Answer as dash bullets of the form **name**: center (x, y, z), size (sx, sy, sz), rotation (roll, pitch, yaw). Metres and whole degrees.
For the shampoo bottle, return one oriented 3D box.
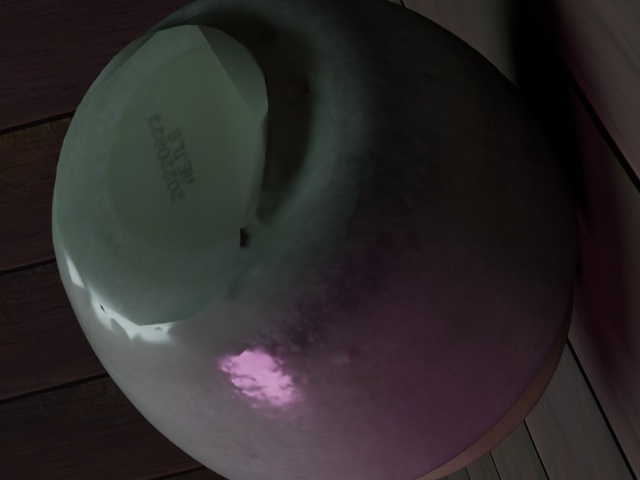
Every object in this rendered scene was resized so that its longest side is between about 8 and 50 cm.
- **shampoo bottle**: center (0.000, 0.000, 1.070), size (0.317, 0.322, 0.322), rotation (45, -156, -54)
